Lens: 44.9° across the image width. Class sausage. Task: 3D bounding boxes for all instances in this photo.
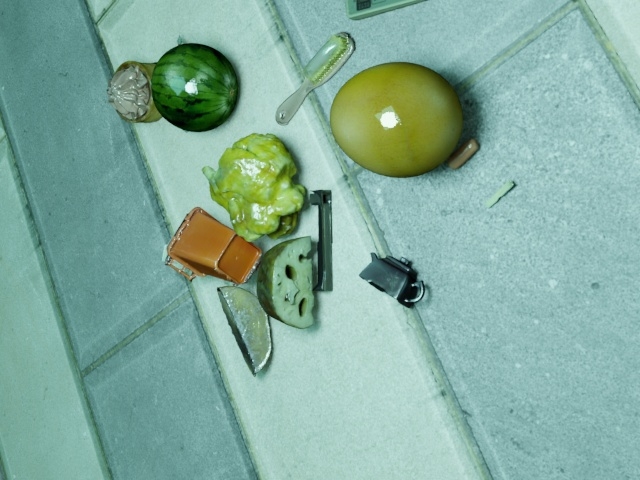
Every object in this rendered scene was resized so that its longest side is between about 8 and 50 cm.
[{"bbox_3d":[0.314,-0.191,1.713,0.083,0.034,0.034,-45,64,29],"label":"sausage"}]

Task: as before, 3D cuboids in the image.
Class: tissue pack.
[{"bbox_3d":[-0.434,0.053,2.337,0.108,0.023,0.056,23,105,37],"label":"tissue pack"}]

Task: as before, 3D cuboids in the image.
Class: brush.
[{"bbox_3d":[0.386,-0.099,1.670,0.083,0.013,0.016,-48,57,37],"label":"brush"},{"bbox_3d":[-0.034,-0.410,1.980,0.313,0.067,0.072,-44,65,33],"label":"brush"}]

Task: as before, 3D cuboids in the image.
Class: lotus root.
[{"bbox_3d":[-0.086,0.103,1.965,0.119,0.138,0.234,-2,84,58],"label":"lotus root"}]

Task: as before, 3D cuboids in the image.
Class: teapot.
[{"bbox_3d":[0.174,0.083,1.808,0.177,0.087,0.096,32,87,34],"label":"teapot"}]

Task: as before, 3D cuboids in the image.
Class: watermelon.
[{"bbox_3d":[-0.346,-0.418,2.124,0.242,0.242,0.242,1,91,39],"label":"watermelon"}]

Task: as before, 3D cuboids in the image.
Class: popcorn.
[{"bbox_3d":[-0.157,-0.140,1.981,0.276,0.226,0.276,54,164,23],"label":"popcorn"}]

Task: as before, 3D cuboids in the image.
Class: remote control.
[{"bbox_3d":[0.179,-0.604,1.816,0.285,0.038,0.123,-1,89,39],"label":"remote control"}]

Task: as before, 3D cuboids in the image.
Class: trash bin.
[{"bbox_3d":[-0.289,0.035,2.080,0.239,0.161,0.184,21,76,49],"label":"trash bin"}]

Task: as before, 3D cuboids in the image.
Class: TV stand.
[{"bbox_3d":[0.000,0.000,1.969,0.049,0.040,0.256,-1,90,40],"label":"TV stand"}]

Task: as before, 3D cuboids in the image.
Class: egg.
[{"bbox_3d":[0.160,-0.264,1.701,0.322,0.250,0.250,13,99,48],"label":"egg"}]

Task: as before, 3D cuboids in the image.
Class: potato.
[{"bbox_3d":[-0.192,0.230,2.120,0.261,0.100,0.120,67,166,0],"label":"potato"}]

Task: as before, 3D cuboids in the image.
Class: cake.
[{"bbox_3d":[-0.574,-0.455,2.351,0.185,0.178,0.207,-47,60,30],"label":"cake"}]

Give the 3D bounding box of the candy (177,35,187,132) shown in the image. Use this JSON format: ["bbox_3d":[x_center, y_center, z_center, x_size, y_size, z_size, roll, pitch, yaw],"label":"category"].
[{"bbox_3d":[-0.399,-0.461,2.280,0.086,0.059,0.292,-4,88,43],"label":"candy"}]
